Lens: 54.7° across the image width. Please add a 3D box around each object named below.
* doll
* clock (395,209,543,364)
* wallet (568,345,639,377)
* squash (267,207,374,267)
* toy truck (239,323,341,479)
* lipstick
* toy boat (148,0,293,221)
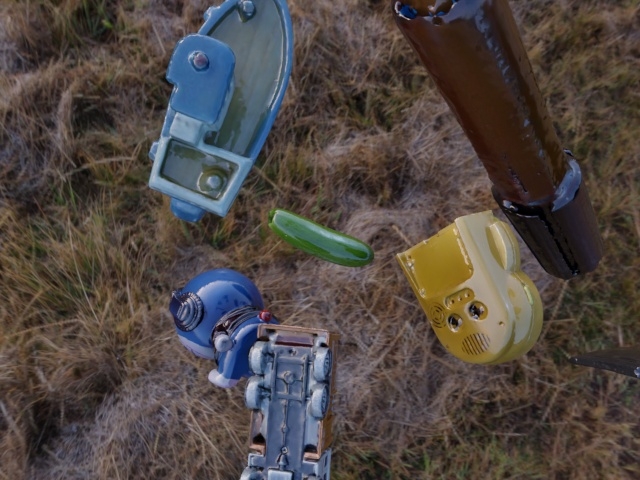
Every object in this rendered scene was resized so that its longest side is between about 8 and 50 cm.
[{"bbox_3d":[-0.231,0.204,1.537,0.284,0.310,0.240,18,97,-44],"label":"doll"},{"bbox_3d":[0.339,0.120,1.369,0.200,0.244,0.317,-5,69,-40],"label":"clock"},{"bbox_3d":[0.520,0.184,0.984,0.244,0.124,0.025,-1,88,-31],"label":"wallet"},{"bbox_3d":[0.000,0.002,1.533,0.292,0.082,0.082,22,74,-15],"label":"squash"},{"bbox_3d":[-0.049,0.378,1.321,0.173,0.207,0.388,3,83,17],"label":"toy truck"},{"bbox_3d":[0.162,-0.077,0.505,0.418,0.077,0.077,42,65,-48],"label":"lipstick"},{"bbox_3d":[-0.077,-0.120,0.500,0.088,0.102,0.215,22,84,-4],"label":"toy boat"}]
